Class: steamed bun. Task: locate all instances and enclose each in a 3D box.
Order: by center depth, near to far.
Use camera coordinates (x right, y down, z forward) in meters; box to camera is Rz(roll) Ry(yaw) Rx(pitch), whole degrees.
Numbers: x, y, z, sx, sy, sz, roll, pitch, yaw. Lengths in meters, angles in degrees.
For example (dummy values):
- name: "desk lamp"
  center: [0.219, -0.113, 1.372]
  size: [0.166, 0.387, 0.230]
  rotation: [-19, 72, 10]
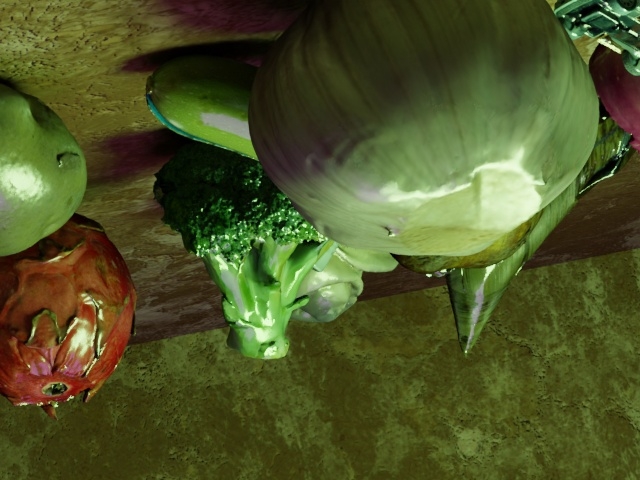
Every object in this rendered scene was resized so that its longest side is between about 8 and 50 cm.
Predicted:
- name: "steamed bun"
  center: [0.000, 0.000, 2.368]
  size: [0.280, 0.207, 0.268]
  rotation: [-13, 170, -7]

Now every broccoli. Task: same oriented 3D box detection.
- name: "broccoli"
  center: [-0.057, -0.004, 2.105]
  size: [0.269, 0.269, 0.254]
  rotation: [-12, -166, -1]

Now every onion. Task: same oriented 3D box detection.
- name: "onion"
  center: [0.393, -0.177, 1.963]
  size: [0.207, 0.200, 0.200]
  rotation: [34, 144, -31]

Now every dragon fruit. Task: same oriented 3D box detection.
- name: "dragon fruit"
  center: [-0.333, 0.072, 2.241]
  size: [0.241, 0.252, 0.241]
  rotation: [-24, 143, -20]

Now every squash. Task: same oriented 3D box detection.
- name: "squash"
  center: [-0.011, -0.103, 1.826]
  size: [0.341, 0.094, 0.094]
  rotation: [23, 157, -21]

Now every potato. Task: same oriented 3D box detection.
- name: "potato"
  center: [-0.315, -0.069, 1.743]
  size: [0.178, 0.160, 0.235]
  rotation: [-32, 162, -8]

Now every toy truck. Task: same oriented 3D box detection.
- name: "toy truck"
  center: [0.301, -0.224, 1.734]
  size: [0.178, 0.115, 0.080]
  rotation: [22, 152, -32]

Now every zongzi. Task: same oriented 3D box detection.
- name: "zongzi"
  center: [0.257, -0.029, 2.232]
  size: [0.286, 0.300, 0.138]
  rotation: [-12, -167, -11]

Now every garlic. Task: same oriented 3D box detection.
- name: "garlic"
  center: [0.085, -0.123, 1.645]
  size: [0.317, 0.259, 0.317]
  rotation: [-13, 144, -10]

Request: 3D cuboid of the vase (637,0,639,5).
- name: "vase"
  center: [0.339, -0.261, 1.573]
  size: [0.183, 0.120, 0.120]
  rotation: [-29, 167, 14]

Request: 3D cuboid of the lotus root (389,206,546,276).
- name: "lotus root"
  center: [0.152, -0.083, 1.976]
  size: [0.196, 0.179, 0.397]
  rotation: [9, 150, -2]

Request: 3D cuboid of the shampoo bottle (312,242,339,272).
- name: "shampoo bottle"
  center: [0.028, -0.057, 2.223]
  size: [0.056, 0.195, 0.056]
  rotation: [32, 174, 4]
